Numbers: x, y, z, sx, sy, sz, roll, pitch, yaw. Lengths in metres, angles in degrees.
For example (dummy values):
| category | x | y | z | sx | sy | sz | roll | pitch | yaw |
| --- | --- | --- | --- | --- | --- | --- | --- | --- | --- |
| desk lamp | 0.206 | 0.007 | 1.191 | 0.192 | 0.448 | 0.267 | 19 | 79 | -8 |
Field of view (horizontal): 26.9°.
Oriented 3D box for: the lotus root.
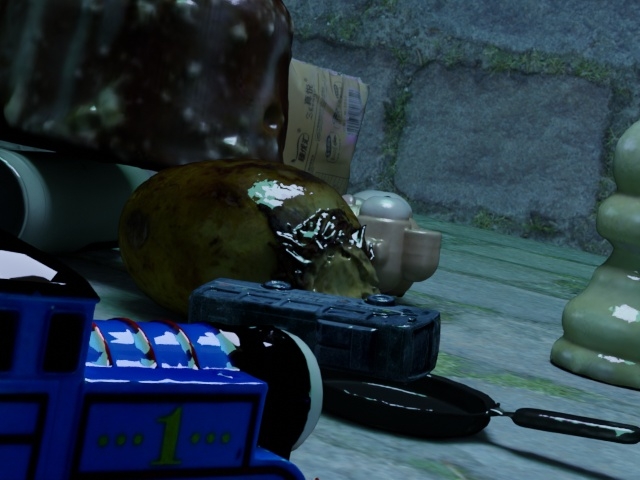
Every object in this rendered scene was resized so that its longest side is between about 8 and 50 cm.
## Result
| category | x | y | z | sx | sy | sz | roll | pitch | yaw |
| --- | --- | --- | --- | --- | --- | --- | --- | --- | --- |
| lotus root | -0.073 | 0.002 | 1.110 | 0.169 | 0.141 | 0.314 | 12 | -1 | -43 |

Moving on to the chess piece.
| category | x | y | z | sx | sy | sz | roll | pitch | yaw |
| --- | --- | --- | --- | --- | --- | --- | --- | --- | --- |
| chess piece | 0.312 | 0.006 | 1.261 | 0.144 | 0.251 | 0.144 | 12 | 5 | -1 |

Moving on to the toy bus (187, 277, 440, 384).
| category | x | y | z | sx | sy | sz | roll | pitch | yaw |
| --- | --- | --- | --- | --- | --- | --- | --- | --- | --- |
| toy bus | -0.006 | 0.059 | 0.896 | 0.166 | 0.047 | 0.065 | 8 | 11 | 21 |

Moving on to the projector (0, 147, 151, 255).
| category | x | y | z | sx | sy | sz | roll | pitch | yaw |
| --- | --- | --- | --- | --- | --- | --- | --- | --- | --- |
| projector | -0.267 | -0.037 | 1.330 | 0.108 | 0.108 | 0.337 | 12 | 5 | 13 |

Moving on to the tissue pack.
| category | x | y | z | sx | sy | sz | roll | pitch | yaw |
| --- | --- | --- | --- | --- | --- | --- | --- | --- | --- |
| tissue pack | -0.039 | -0.108 | 1.757 | 0.123 | 0.256 | 0.215 | 11 | 3 | 36 |

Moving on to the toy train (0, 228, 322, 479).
| category | x | y | z | sx | sy | sz | roll | pitch | yaw |
| --- | --- | --- | --- | --- | --- | --- | --- | --- | --- |
| toy train | -0.084 | 0.064 | 0.437 | 0.204 | 0.131 | 0.083 | 7 | 6 | -41 |

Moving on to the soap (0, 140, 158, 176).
| category | x | y | z | sx | sy | sz | roll | pitch | yaw |
| --- | --- | --- | --- | --- | --- | --- | --- | --- | --- |
| soap | -0.280 | -0.093 | 1.551 | 0.289 | 0.173 | 0.095 | 8 | 7 | -36 |

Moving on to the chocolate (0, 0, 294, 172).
| category | x | y | z | sx | sy | sz | roll | pitch | yaw |
| --- | --- | --- | --- | --- | --- | --- | --- | --- | --- |
| chocolate | -0.172 | -0.177 | 1.284 | 0.340 | 0.210 | 0.225 | 12 | 7 | 17 |

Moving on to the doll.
| category | x | y | z | sx | sy | sz | roll | pitch | yaw |
| --- | --- | --- | --- | --- | --- | --- | --- | --- | --- |
| doll | -0.001 | 0.000 | 1.466 | 0.278 | 0.119 | 0.154 | 4 | 4 | -21 |

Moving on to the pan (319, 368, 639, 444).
| category | x | y | z | sx | sy | sz | roll | pitch | yaw |
| --- | --- | --- | --- | --- | --- | --- | --- | --- | --- |
| pan | 0.093 | 0.112 | 0.875 | 0.235 | 0.028 | 0.136 | 10 | 5 | 28 |
